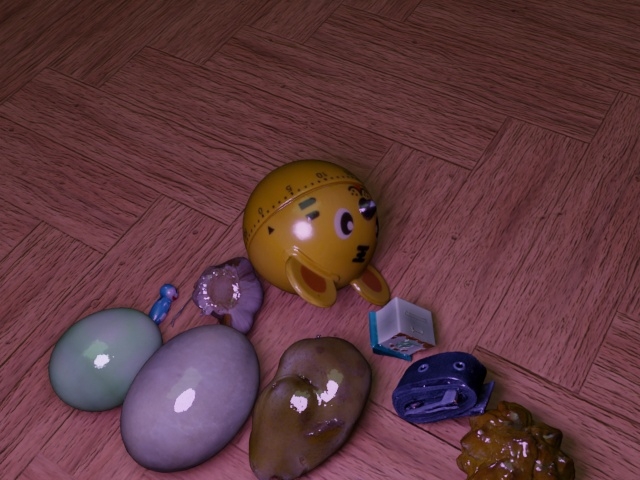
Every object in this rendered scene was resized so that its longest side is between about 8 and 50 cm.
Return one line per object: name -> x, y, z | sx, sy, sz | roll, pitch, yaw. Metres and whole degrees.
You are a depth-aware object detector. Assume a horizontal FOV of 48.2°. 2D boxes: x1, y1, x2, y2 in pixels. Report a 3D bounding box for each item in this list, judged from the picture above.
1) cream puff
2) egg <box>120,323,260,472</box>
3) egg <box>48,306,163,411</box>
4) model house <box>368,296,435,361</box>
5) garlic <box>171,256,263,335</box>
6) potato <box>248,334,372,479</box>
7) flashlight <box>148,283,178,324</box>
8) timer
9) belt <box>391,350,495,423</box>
cream puff -> 0.403, 0.452, 1.471 | 0.244, 0.196, 0.244 | 0, 82, -1
egg -> -0.281, 0.341, 1.568 | 0.258, 0.258, 0.352 | 35, 69, 27
egg -> -0.494, 0.274, 1.663 | 0.270, 0.220, 0.220 | -31, 56, -26
model house -> 0.176, 0.219, 1.690 | 0.127, 0.149, 0.100 | 24, 49, -30
garlic -> -0.272, 0.146, 1.752 | 0.257, 0.207, 0.207 | -17, 54, 3
potato -> -0.030, 0.371, 1.563 | 0.218, 0.202, 0.351 | 29, 75, 12
flashlight -> -0.410, 0.171, 1.839 | 0.051, 0.051, 0.129 | 17, 64, 18
timer -> 0.000, 0.000, 1.741 | 0.376, 0.376, 0.387 | -26, 63, -12
belt -> 0.250, 0.329, 1.548 | 0.218, 0.122, 0.128 | -25, 17, 41
